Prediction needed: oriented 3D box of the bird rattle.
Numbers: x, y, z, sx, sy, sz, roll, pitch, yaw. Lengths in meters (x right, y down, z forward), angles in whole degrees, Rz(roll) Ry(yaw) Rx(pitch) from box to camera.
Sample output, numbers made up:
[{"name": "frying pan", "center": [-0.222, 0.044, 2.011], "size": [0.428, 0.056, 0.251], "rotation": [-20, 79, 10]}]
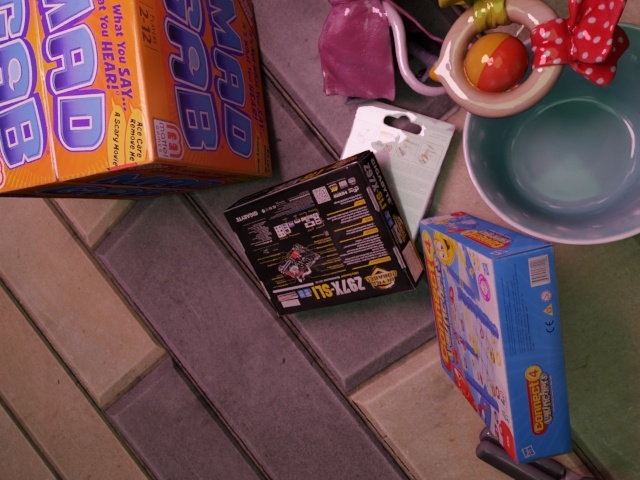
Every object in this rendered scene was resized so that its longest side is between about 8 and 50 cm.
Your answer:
[{"name": "bird rattle", "center": [0.268, -0.266, 0.672], "size": [0.254, 0.143, 0.206], "rotation": [36, 114, 7]}]

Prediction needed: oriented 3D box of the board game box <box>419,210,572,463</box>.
[{"name": "board game box", "center": [0.266, 0.128, 0.790], "size": [0.086, 0.302, 0.307], "rotation": [-12, 102, -4]}]

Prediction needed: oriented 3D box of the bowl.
[{"name": "bowl", "center": [0.386, -0.147, 0.745], "size": [0.312, 0.163, 0.311], "rotation": [0, 89, 23]}]

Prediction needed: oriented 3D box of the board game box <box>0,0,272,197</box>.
[{"name": "board game box", "center": [-0.342, -0.271, 0.877], "size": [0.357, 0.357, 0.355], "rotation": [-7, 91, 22]}]

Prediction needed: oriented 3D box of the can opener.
[{"name": "can opener", "center": [0.441, 0.441, 0.932], "size": [0.281, 0.074, 0.093], "rotation": [23, 126, 17]}]

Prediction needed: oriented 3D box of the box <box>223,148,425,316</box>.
[{"name": "box", "center": [0.000, 0.000, 0.945], "size": [0.322, 0.079, 0.257], "rotation": [-17, 109, 32]}]

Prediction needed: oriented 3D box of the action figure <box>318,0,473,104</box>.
[{"name": "action figure", "center": [0.050, -0.389, 0.755], "size": [0.248, 0.276, 0.370], "rotation": [-32, 124, -11]}]

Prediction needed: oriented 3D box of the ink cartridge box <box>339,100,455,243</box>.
[{"name": "ink cartridge box", "center": [0.130, -0.129, 0.931], "size": [0.189, 0.066, 0.232], "rotation": [22, 101, 15]}]
